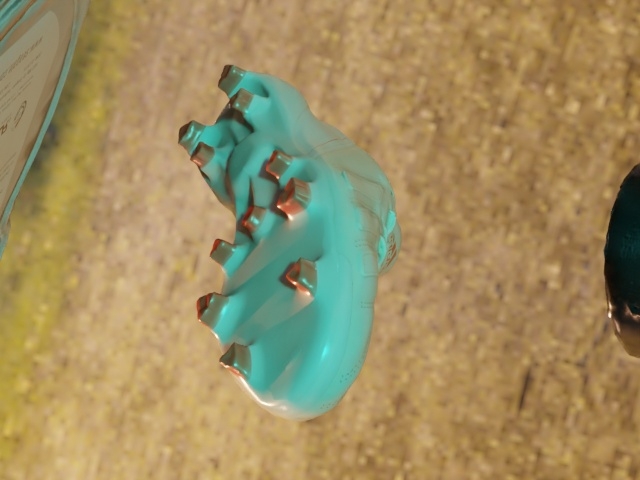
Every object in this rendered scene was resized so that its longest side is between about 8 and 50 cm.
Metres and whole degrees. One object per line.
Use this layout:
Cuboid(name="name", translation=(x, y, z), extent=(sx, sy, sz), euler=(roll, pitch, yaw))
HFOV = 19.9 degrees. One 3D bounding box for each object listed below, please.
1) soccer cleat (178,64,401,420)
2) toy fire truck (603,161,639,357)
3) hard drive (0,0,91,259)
Cuboid(name="soccer cleat", translation=(0.000, 0.000, 0.621), extent=(0.068, 0.076, 0.196), euler=(-51, 24, 18))
Cuboid(name="toy fire truck", translation=(0.177, 0.057, 0.585), extent=(0.217, 0.158, 0.246), euler=(-45, -52, -47))
Cuboid(name="hard drive", translation=(-0.203, 0.000, 0.871), extent=(0.339, 0.064, 0.237), euler=(-64, 0, 28))
